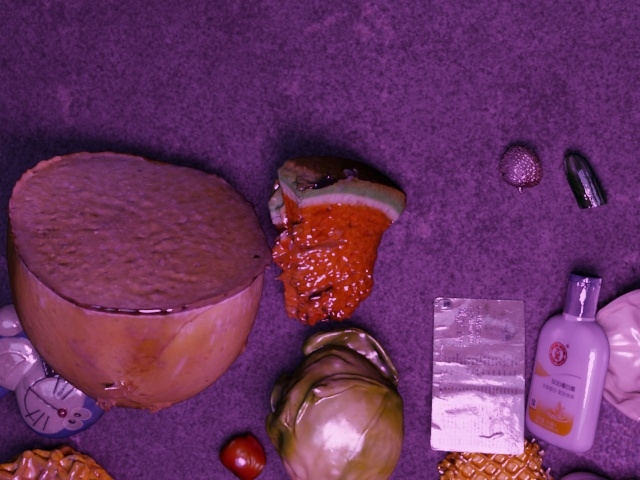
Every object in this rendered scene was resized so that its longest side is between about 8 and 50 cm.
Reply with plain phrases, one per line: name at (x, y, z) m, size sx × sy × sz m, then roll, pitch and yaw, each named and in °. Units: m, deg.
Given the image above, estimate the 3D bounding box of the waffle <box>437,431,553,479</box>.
waffle at (0.306, 0.425, 1.559) m, size 0.197 × 0.070 × 0.193 m, roll -17°, pitch 95°, yaw 6°

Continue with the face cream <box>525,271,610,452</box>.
face cream at (0.420, 0.198, 1.488) m, size 0.071 × 0.144 × 0.291 m, roll 4°, pitch 101°, yaw -33°

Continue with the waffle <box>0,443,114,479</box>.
waffle at (-0.476, 0.520, 1.601) m, size 0.324 × 0.151 × 0.261 m, roll 45°, pitch 78°, yaw -4°

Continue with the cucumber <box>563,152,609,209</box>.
cucumber at (0.438, -0.101, 1.490) m, size 0.048 × 0.048 × 0.105 m, roll -25°, pitch 89°, yaw 9°

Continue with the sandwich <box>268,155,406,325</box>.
sandwich at (0.000, 0.000, 1.505) m, size 0.162 × 0.250 × 0.301 m, roll 31°, pitch 115°, yaw 45°

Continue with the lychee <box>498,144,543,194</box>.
lychee at (0.336, -0.119, 1.491) m, size 0.067 × 0.068 × 0.083 m, roll -11°, pitch 93°, yaw -34°

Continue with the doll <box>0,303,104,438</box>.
doll at (-0.498, 0.239, 1.583) m, size 0.258 × 0.154 × 0.228 m, roll 43°, pitch 102°, yaw 1°

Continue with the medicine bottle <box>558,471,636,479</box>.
medicine bottle at (0.529, 0.557, 1.498) m, size 0.375 × 0.123 × 0.282 m, roll 24°, pitch 98°, yaw -6°

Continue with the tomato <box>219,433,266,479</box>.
tomato at (-0.136, 0.388, 1.598) m, size 0.087 × 0.087 × 0.075 m, roll 43°, pitch 72°, yaw 0°

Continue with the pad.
pad at (0.272, 0.230, 1.532) m, size 0.160 × 0.009 × 0.265 m, roll 1°, pitch 82°, yaw 6°

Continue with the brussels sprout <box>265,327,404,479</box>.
brussels sprout at (0.025, 0.294, 1.478) m, size 0.227 × 0.259 × 0.294 m, roll 10°, pitch 97°, yaw -1°

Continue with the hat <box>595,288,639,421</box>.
hat at (0.581, 0.186, 1.486) m, size 0.226 × 0.164 × 0.219 m, roll 5°, pitch 95°, yaw -22°

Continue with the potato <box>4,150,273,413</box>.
potato at (-0.303, 0.082, 1.447) m, size 0.442 × 0.385 × 0.319 m, roll 49°, pitch 138°, yaw 38°

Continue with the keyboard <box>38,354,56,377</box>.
keyboard at (-0.401, 0.185, 1.556) m, size 0.010 × 0.198 × 0.063 m, roll -24°, pitch 83°, yaw 42°
